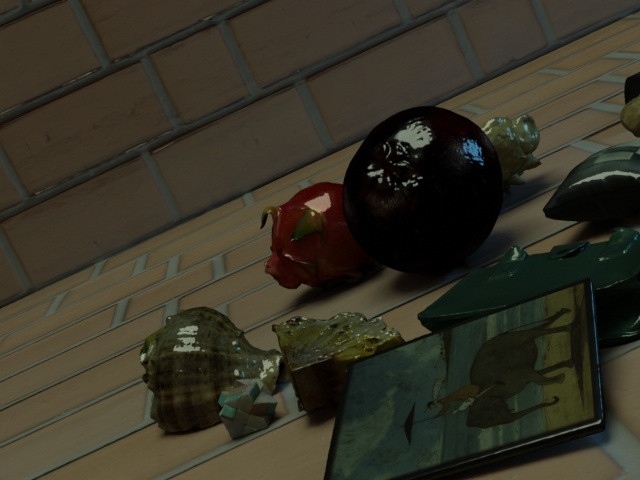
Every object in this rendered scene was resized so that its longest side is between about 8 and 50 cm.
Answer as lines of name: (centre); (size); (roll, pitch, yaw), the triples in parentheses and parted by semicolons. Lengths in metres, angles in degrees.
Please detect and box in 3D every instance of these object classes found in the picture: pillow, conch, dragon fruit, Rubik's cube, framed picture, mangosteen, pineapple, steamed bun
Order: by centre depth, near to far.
framed picture: (0.163, 0.178, 1.297); (0.347, 0.016, 0.265); (-22, 27, 24)
pineapple: (0.017, 0.172, 1.577); (0.236, 0.114, 0.186); (-9, 19, 43)
Rubik's cube: (-0.108, 0.238, 1.623); (0.084, 0.073, 0.075); (-27, 12, 2)
conch: (-0.196, 0.192, 1.796); (0.291, 0.159, 0.210); (-13, 15, 38)
pillow: (0.486, -0.100, 1.815); (0.186, 0.106, 0.250); (-16, 11, 35)
mangosteen: (0.190, -0.080, 1.958); (0.297, 0.293, 0.297); (-31, 38, 28)
dragon fruit: (0.004, -0.004, 2.157); (0.227, 0.224, 0.224); (-22, 12, 22)
steamed bun: (0.302, -0.141, 2.201); (0.292, 0.137, 0.295); (-19, -6, 11)

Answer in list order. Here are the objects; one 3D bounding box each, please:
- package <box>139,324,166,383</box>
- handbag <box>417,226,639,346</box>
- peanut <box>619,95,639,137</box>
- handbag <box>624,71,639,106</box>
package: (-0.252, 0.201, 2.035); (0.168, 0.090, 0.226); (-23, 15, -6)
handbag: (0.309, 0.070, 1.490); (0.326, 0.089, 0.238); (-16, 13, 35)
peanut: (0.677, -0.246, 2.059); (0.233, 0.110, 0.197); (-34, 23, -36)
handbag: (0.763, -0.339, 2.356); (0.247, 0.080, 0.223); (-21, 13, 20)
